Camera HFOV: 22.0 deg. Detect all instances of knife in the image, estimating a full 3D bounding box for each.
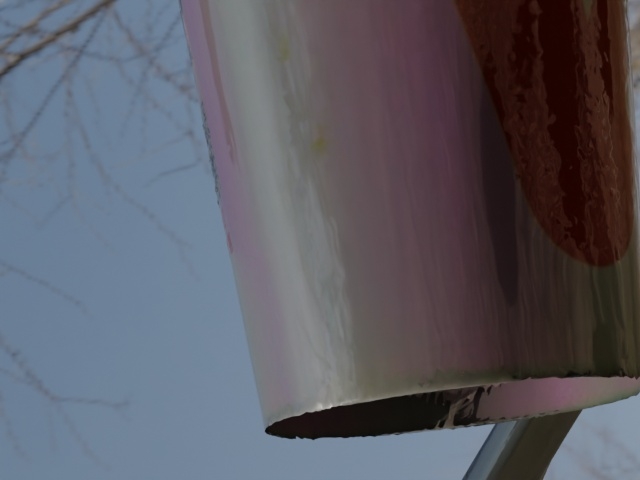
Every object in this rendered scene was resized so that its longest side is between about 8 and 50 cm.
[{"bbox_3d":[0.142,0.207,1.310,0.073,0.040,0.265,28,-92,-30],"label":"knife"}]

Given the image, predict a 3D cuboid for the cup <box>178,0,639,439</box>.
[{"bbox_3d":[0.031,-0.081,0.589,0.203,0.203,0.288,8,-108,-46],"label":"cup"}]
